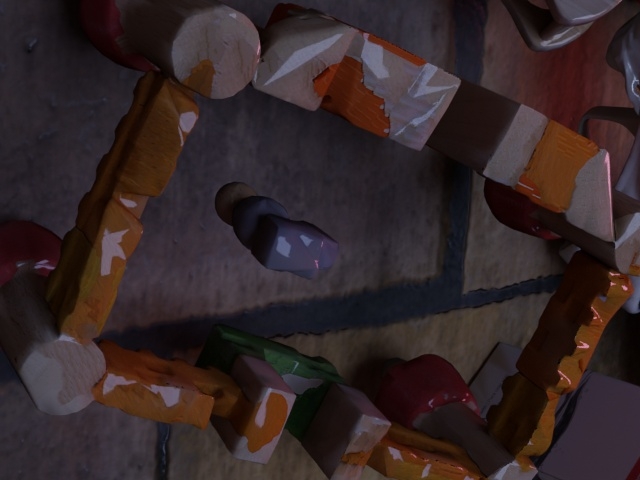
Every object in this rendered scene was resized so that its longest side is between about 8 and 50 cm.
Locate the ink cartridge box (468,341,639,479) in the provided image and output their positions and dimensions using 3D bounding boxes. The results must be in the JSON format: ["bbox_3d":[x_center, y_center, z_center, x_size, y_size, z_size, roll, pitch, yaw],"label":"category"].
[{"bbox_3d":[0.272,0.218,1.068,0.114,0.273,0.197,-53,126,-18],"label":"ink cartridge box"}]

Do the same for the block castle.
[{"bbox_3d":[0.000,0.000,0.859,0.453,0.213,0.303,20,101,-31],"label":"block castle"}]

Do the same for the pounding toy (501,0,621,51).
[{"bbox_3d":[0.160,-0.234,0.951,0.270,0.155,0.154,18,78,-7],"label":"pounding toy"}]

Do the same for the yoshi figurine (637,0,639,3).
[{"bbox_3d":[0.411,-0.274,1.079,0.362,0.203,0.203,19,100,-29],"label":"yoshi figurine"}]

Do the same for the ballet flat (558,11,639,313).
[{"bbox_3d":[0.295,-0.112,1.029,0.139,0.139,0.400,-16,133,-32],"label":"ballet flat"}]
